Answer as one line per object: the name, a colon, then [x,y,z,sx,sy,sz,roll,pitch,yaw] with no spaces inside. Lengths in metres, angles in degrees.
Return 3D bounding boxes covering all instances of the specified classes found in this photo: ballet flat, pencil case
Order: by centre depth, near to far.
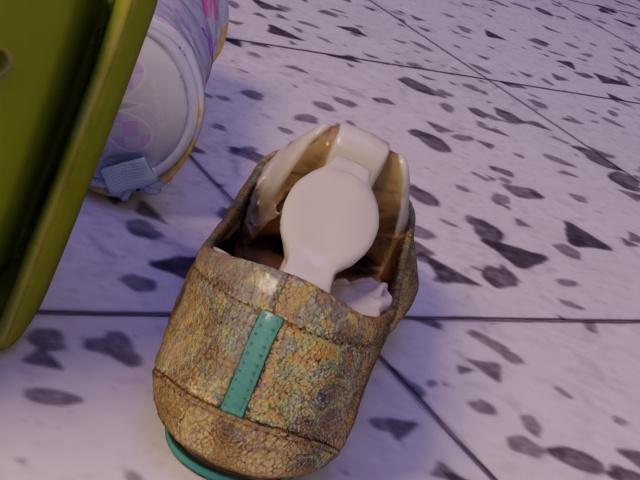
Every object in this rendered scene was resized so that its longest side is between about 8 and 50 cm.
ballet flat: [0.000,0.000,0.673,0.123,0.123,0.348,20,22,1]
pencil case: [-0.122,-0.126,0.863,0.124,0.113,0.273,58,11,-21]

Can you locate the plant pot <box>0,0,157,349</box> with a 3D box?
plant pot: [-0.212,-0.080,0.553,0.227,0.228,0.207,35,19,35]
